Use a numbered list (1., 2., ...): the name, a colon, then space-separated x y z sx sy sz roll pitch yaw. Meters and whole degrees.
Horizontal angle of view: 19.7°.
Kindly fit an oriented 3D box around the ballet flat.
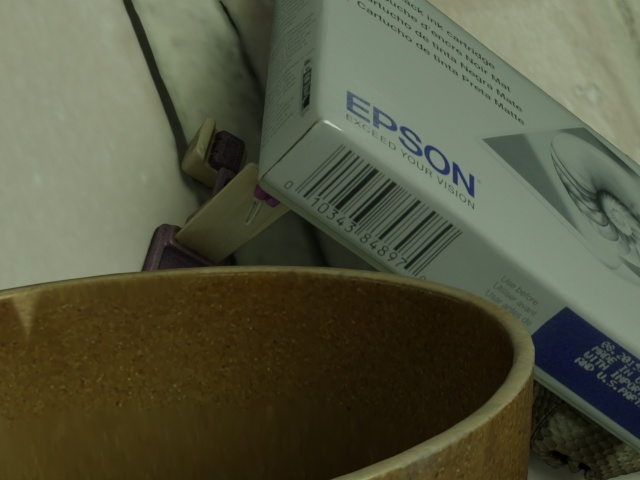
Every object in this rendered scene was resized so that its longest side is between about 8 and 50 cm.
1. ballet flat: 0.182 0.078 0.881 0.250 0.058 0.084 -4 44 -45

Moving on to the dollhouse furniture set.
1. dollhouse furniture set: 0.000 0.000 0.761 0.114 0.081 0.091 31 50 -20

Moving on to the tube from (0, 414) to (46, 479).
1. tube: -0.050 0.077 0.691 0.240 0.070 0.062 5 37 -38

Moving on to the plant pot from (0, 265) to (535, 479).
1. plant pot: -0.052 0.158 0.523 0.237 0.237 0.254 -16 107 -42

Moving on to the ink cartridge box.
1. ink cartridge box: 0.073 -0.039 0.802 0.223 0.045 0.224 35 29 -22
